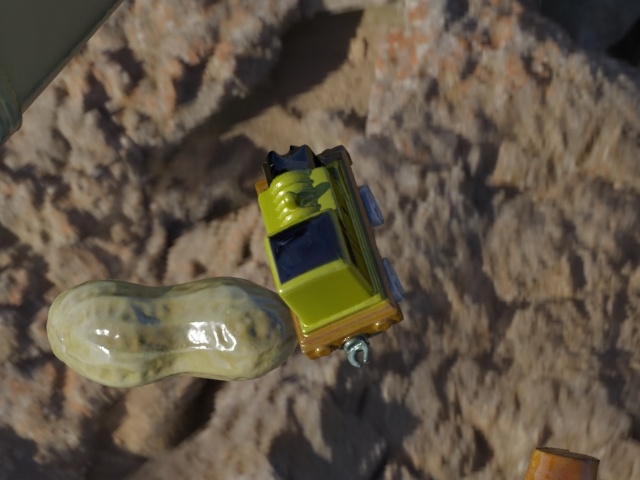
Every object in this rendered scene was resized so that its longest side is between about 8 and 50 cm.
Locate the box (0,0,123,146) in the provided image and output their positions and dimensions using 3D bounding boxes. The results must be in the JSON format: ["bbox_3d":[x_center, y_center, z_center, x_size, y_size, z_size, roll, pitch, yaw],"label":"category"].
[{"bbox_3d":[-0.300,-0.313,1.307,0.177,0.352,0.344,4,41,29],"label":"box"}]

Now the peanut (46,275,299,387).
[{"bbox_3d":[-0.150,0.090,1.541,0.274,0.125,0.111,-4,104,16],"label":"peanut"}]

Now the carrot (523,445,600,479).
[{"bbox_3d":[0.204,0.283,1.403,0.087,0.087,0.193,4,98,8],"label":"carrot"}]

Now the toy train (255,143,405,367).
[{"bbox_3d":[0.000,0.000,1.260,0.089,0.127,0.219,-23,56,11],"label":"toy train"}]
